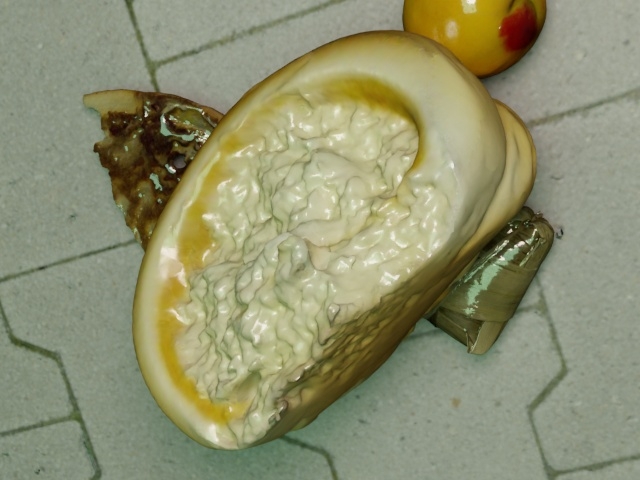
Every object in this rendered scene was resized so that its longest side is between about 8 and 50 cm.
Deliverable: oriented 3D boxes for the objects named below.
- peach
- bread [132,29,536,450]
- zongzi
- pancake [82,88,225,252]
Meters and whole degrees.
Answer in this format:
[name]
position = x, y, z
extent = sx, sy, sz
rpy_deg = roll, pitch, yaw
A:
[peach]
position = 0.143, -0.215, 1.229
extent = 0.138, 0.138, 0.138
rpy_deg = 4, 104, 17
[bread]
position = 0.018, 0.018, 1.201
extent = 0.245, 0.329, 0.424
rpy_deg = 30, 110, -32
[zongzi]
position = 0.134, 0.009, 1.323
extent = 0.176, 0.078, 0.160
rpy_deg = 34, 104, 16
[pancake]
position = -0.128, -0.071, 1.393
extent = 0.212, 0.056, 0.257
rpy_deg = -20, 104, 28
